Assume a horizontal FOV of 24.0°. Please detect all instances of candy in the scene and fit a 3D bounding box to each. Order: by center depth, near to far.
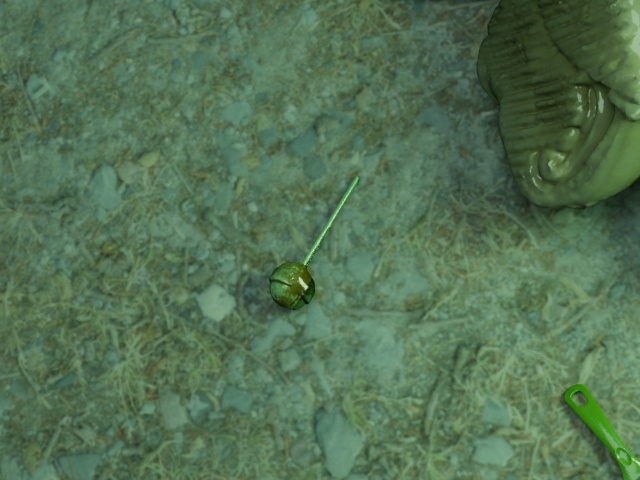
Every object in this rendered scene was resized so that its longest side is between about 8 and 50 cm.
[{"bbox_3d":[0.000,0.000,1.938,0.061,0.061,0.202,26,72,18],"label":"candy"}]

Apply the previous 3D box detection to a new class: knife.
[{"bbox_3d":[0.350,0.239,1.796,0.078,0.022,0.166,-33,70,-5],"label":"knife"}]

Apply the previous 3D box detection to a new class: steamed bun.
[{"bbox_3d":[0.358,-0.215,1.814,0.219,0.309,0.324,1,52,-29],"label":"steamed bun"}]
